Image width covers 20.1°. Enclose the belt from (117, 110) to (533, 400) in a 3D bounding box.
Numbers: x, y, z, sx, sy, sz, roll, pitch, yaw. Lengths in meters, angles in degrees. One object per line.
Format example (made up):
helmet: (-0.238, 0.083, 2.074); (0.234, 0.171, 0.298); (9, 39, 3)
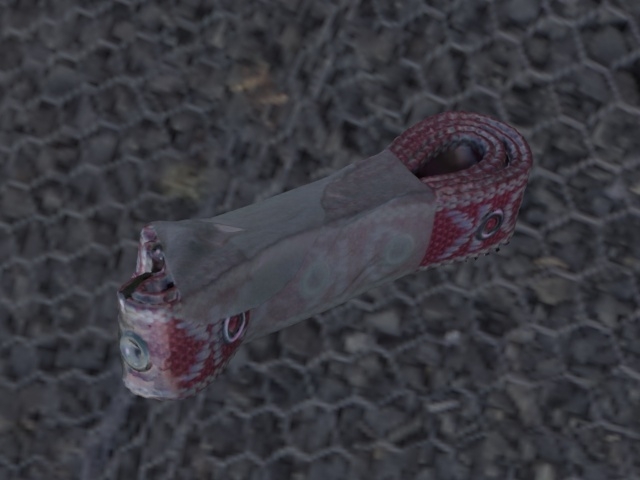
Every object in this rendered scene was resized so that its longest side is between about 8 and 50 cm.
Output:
belt: (0.000, 0.000, 0.783); (0.071, 0.232, 0.053); (39, 135, 30)
